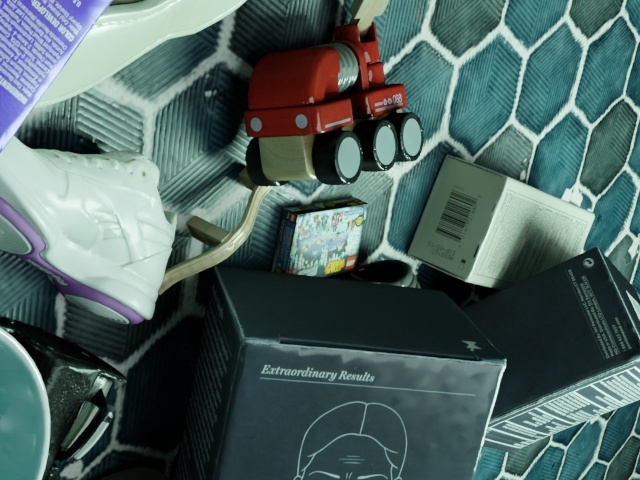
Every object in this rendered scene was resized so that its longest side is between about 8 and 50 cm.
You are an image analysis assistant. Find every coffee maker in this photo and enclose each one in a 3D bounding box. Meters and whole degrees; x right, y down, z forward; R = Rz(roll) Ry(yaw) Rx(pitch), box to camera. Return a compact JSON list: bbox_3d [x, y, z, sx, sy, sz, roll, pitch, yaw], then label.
[{"bbox_3d":[-0.299,0.171,1.013,0.171,0.120,0.178,30,85,-30],"label":"coffee maker"}]

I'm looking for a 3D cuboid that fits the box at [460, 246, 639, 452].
[{"bbox_3d":[0.339,0.173,1.586,0.294,0.183,0.296,-27,155,17],"label":"box"}]

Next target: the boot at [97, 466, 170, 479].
[{"bbox_3d":[-0.281,0.370,1.174,0.305,0.112,0.115,-42,168,-34],"label":"boot"}]

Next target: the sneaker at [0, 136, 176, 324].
[{"bbox_3d":[-0.233,-0.042,0.978,0.152,0.114,0.305,-68,150,-19],"label":"sneaker"}]

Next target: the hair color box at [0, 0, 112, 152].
[{"bbox_3d":[-0.295,-0.132,0.761,0.339,0.185,0.110,-58,143,-9],"label":"hair color box"}]

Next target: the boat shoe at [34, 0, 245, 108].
[{"bbox_3d":[-0.184,-0.209,0.932,0.305,0.091,0.109,-34,171,-32],"label":"boat shoe"}]

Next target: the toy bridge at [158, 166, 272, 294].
[{"bbox_3d":[-0.117,-0.005,1.155,0.188,0.063,0.026,-46,140,-24],"label":"toy bridge"}]

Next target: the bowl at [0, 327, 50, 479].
[{"bbox_3d":[-0.390,0.165,0.838,0.311,0.163,0.311,-29,131,-39],"label":"bowl"}]

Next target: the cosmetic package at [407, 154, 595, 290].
[{"bbox_3d":[0.276,-0.011,1.593,0.309,0.113,0.160,15,98,-54],"label":"cosmetic package"}]

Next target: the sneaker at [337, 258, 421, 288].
[{"bbox_3d":[0.025,0.130,1.392,0.296,0.104,0.147,-34,120,-25],"label":"sneaker"}]

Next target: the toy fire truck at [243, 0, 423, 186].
[{"bbox_3d":[0.025,-0.194,1.161,0.217,0.158,0.246,-23,109,-54],"label":"toy fire truck"}]

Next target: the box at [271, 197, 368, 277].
[{"bbox_3d":[0.000,0.000,1.331,0.137,0.027,0.094,-11,120,-48],"label":"box"}]

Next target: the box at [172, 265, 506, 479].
[{"bbox_3d":[-0.003,0.258,1.228,0.293,0.212,0.395,8,108,-17],"label":"box"}]
